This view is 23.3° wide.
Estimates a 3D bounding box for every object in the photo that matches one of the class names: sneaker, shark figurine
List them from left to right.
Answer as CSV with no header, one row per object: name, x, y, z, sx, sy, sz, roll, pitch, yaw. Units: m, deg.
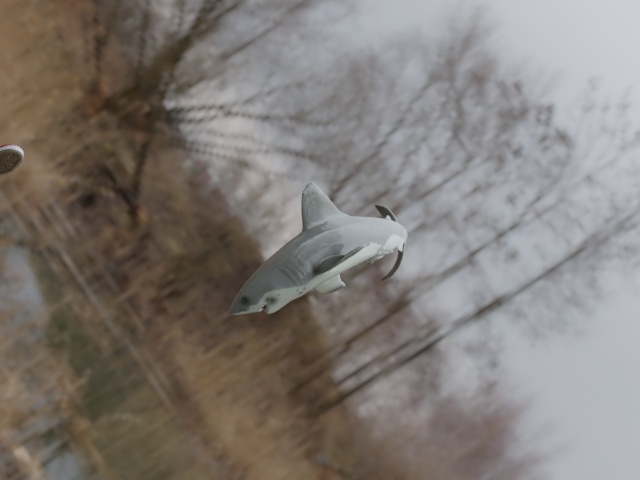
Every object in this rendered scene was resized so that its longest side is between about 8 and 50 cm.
sneaker,-0.418,-0.112,1.976,0.042,0.118,0.067,39,43,-36
shark figurine,0.025,-0.014,1.727,0.166,0.278,0.116,-40,-104,44
